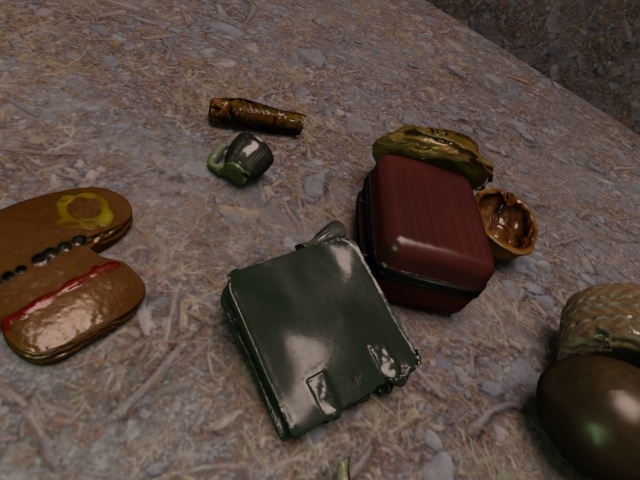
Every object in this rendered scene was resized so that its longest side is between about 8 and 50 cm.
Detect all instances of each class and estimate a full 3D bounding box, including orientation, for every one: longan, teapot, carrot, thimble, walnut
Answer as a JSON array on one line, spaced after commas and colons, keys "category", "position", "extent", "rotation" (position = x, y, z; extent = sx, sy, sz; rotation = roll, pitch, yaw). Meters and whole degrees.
[{"category": "longan", "position": [0.445, 0.274, 0.736], "extent": [0.198, 0.198, 0.212], "rotation": [-23, 61, -38]}, {"category": "teapot", "position": [0.000, 0.000, 0.919], "extent": [0.043, 0.043, 0.110], "rotation": [43, 50, 20]}, {"category": "teapot", "position": [-0.167, -0.159, 0.985], "extent": [0.092, 0.124, 0.091], "rotation": [53, 53, -29]}, {"category": "carrot", "position": [-0.147, -0.291, 1.123], "extent": [0.228, 0.069, 0.069], "rotation": [5, 46, -22]}, {"category": "thimble", "position": [0.550, 0.192, 0.851], "extent": [0.229, 0.196, 0.148], "rotation": [25, 48, 12]}, {"category": "walnut", "position": [0.400, -0.026, 1.083], "extent": [0.167, 0.087, 0.211], "rotation": [34, 45, 1]}]

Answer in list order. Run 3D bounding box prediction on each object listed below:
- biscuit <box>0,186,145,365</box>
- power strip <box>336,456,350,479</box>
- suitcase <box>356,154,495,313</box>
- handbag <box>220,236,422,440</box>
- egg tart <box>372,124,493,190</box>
[{"category": "biscuit", "position": [-0.371, 0.027, 0.715], "extent": [0.262, 0.052, 0.277], "rotation": [-27, 63, -40]}, {"category": "power strip", "position": [0.063, 0.389, 0.524], "extent": [0.093, 0.053, 0.288], "rotation": [23, 34, -34]}, {"category": "suitcase", "position": [0.191, -0.018, 0.928], "extent": [0.236, 0.161, 0.297], "rotation": [14, 44, -11]}, {"category": "handbag", "position": [0.000, 0.136, 0.726], "extent": [0.247, 0.079, 0.260], "rotation": [-17, 69, -33]}, {"category": "egg tart", "position": [0.249, -0.187, 1.060], "extent": [0.278, 0.279, 0.095], "rotation": [18, 81, -6]}]
